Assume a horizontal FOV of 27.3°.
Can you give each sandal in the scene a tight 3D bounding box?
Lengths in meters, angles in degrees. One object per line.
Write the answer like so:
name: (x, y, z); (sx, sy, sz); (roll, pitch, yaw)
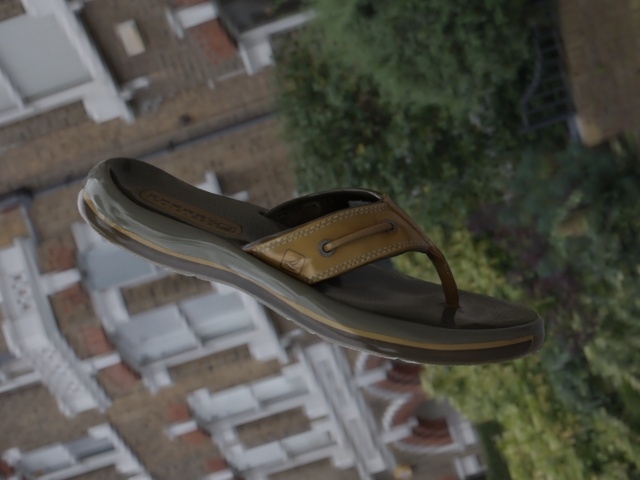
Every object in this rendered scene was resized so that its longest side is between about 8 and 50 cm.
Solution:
sandal: (0.000, 0.000, 0.480); (0.072, 0.180, 0.049); (-59, -9, -75)
